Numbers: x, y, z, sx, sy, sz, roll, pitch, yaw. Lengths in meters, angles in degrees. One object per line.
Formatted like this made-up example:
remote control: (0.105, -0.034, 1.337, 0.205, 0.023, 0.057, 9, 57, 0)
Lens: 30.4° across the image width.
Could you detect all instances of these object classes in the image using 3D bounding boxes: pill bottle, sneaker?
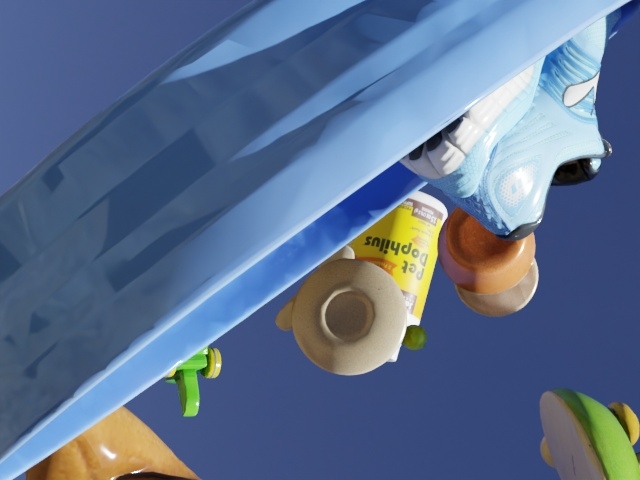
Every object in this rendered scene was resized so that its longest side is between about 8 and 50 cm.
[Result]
pill bottle: (0.085, 0.043, 1.527, 0.117, 0.117, 0.215, 1, -108, 50)
sneaker: (0.092, -0.057, 0.504, 0.073, 0.162, 0.063, 50, -40, -13)

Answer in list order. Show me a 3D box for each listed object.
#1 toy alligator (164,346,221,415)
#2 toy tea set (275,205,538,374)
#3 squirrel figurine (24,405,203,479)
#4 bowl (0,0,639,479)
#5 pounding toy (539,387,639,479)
toy alligator: (-0.128, 0.068, 1.100, 0.051, 0.056, 0.189, -12, -103, 59)
toy tea set: (0.000, 0.000, 0.927, 0.336, 0.124, 0.200, 24, -96, 11)
squirrel figurine: (-0.062, 0.324, 0.675, 0.281, 0.397, 0.370, -52, -155, -8)
bowl: (-0.027, -0.022, 0.554, 0.077, 0.391, 0.391, 53, -48, 3)
pounding toy: (0.345, 0.255, 1.386, 0.237, 0.110, 0.183, 82, -14, -61)
